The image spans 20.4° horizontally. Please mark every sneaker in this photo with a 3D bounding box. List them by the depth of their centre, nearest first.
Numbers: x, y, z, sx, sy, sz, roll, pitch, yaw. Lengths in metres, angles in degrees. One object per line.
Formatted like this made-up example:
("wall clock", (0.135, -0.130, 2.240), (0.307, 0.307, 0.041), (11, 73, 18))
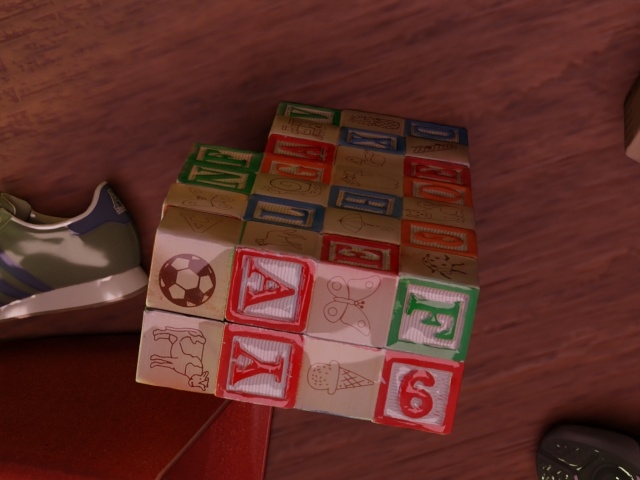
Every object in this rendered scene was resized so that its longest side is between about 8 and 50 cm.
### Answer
("sneaker", (-0.214, 0.010, 1.195), (0.192, 0.064, 0.086), (-10, 99, 6))
("sneaker", (0.267, 0.166, 1.211), (0.227, 0.130, 0.087), (12, 115, 28))

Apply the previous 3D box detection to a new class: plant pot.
("plant pot", (-0.187, 0.204, 1.161), (0.235, 0.267, 0.267), (11, 108, 12))

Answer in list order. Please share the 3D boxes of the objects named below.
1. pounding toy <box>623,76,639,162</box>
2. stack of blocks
("pounding toy", (0.323, -0.098, 1.102), (0.206, 0.094, 0.181), (26, 119, -5))
("stack of blocks", (0.000, 0.000, 1.053), (0.171, 0.297, 0.087), (10, 110, 1))
